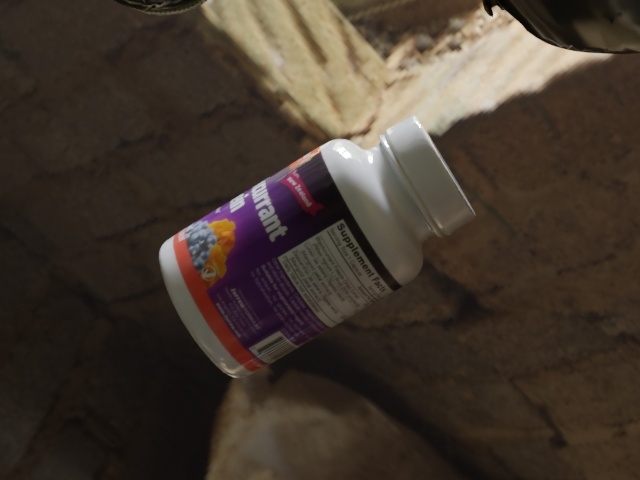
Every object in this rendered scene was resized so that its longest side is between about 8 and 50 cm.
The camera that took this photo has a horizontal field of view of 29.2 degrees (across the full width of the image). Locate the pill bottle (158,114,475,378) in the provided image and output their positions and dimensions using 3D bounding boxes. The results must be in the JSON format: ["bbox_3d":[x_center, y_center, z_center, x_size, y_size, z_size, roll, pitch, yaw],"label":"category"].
[{"bbox_3d":[0.000,0.000,0.814,0.193,0.108,0.108,-31,26,7],"label":"pill bottle"}]

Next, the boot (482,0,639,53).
[{"bbox_3d":[0.022,-0.114,0.351,0.198,0.137,0.077,19,62,28],"label":"boot"}]

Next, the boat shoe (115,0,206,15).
[{"bbox_3d":[-0.043,-0.275,0.605,0.340,0.127,0.113,-63,5,11],"label":"boat shoe"}]
